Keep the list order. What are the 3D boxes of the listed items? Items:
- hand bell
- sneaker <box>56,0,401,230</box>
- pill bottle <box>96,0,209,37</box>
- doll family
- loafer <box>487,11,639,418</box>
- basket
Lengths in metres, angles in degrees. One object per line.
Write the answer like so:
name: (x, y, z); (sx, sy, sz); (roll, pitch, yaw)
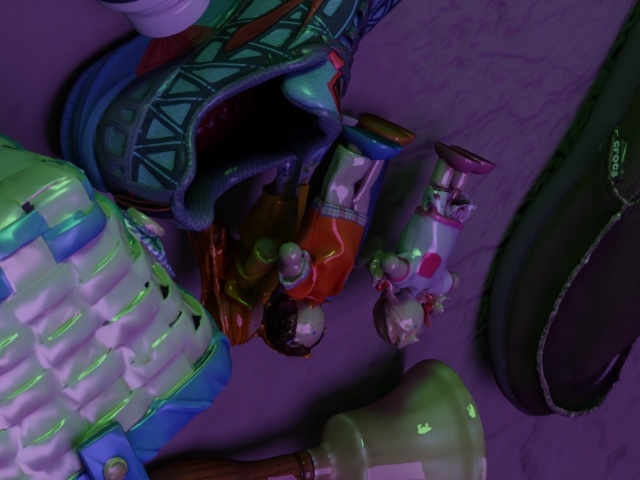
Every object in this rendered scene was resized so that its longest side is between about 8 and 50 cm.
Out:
hand bell: (-0.022, 0.156, 1.329); (0.242, 0.126, 0.126); (-6, 124, -26)
sneaker: (-0.013, -0.095, 1.100); (0.262, 0.125, 0.104); (-41, 140, -12)
pill bottle: (-0.102, -0.160, 1.010); (0.067, 0.067, 0.120); (-44, 140, -9)
doll family: (0.000, 0.000, 1.220); (0.263, 0.118, 0.163); (4, 111, -66)
loafer: (0.236, -0.018, 1.397); (0.134, 0.130, 0.366); (1, 118, -44)
basket: (-0.154, 0.084, 1.002); (0.201, 0.255, 0.289); (-33, 126, -25)
